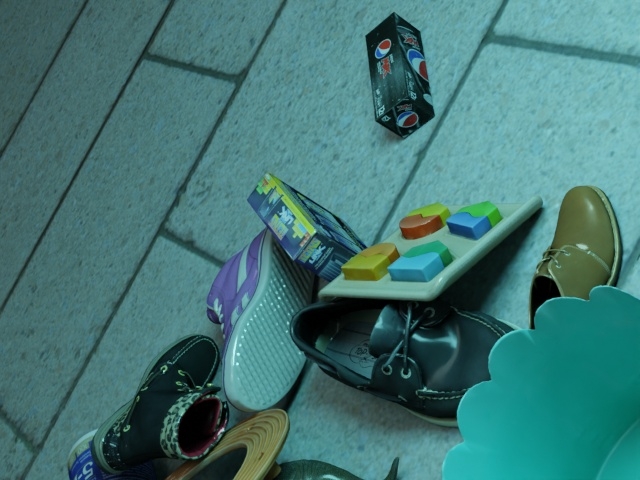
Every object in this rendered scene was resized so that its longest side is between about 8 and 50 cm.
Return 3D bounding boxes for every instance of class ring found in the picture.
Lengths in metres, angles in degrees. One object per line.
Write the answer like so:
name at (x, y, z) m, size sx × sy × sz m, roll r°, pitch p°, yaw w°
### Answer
ring at (-0.156, 0.314, 1.468) m, size 0.337 × 0.032 × 0.336 m, roll -39°, pitch 9°, yaw 8°

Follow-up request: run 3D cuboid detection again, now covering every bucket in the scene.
bucket at (0.253, 0.197, 1.070) m, size 0.281 × 0.183 × 0.281 m, roll -33°, pitch 41°, yaw 34°

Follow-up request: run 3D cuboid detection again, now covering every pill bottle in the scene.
pill bottle at (-0.261, 0.340, 1.704) m, size 0.112 × 0.112 × 0.186 m, roll -50°, pitch 34°, yaw 15°

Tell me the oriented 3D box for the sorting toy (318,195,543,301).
sorting toy at (0.116, 0.004, 1.447) m, size 0.193 × 0.038 × 0.208 m, roll -38°, pitch 18°, yaw -33°

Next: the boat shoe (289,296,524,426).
boat shoe at (0.086, 0.112, 1.419) m, size 0.340 × 0.113 × 0.127 m, roll 12°, pitch 75°, yaw 56°

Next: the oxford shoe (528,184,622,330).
oxford shoe at (0.247, 0.027, 1.309) m, size 0.076 × 0.076 × 0.212 m, roll -23°, pitch 46°, yaw 45°

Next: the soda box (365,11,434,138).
soda box at (0.102, -0.216, 1.707) m, size 0.060 × 0.053 × 0.168 m, roll -36°, pitch 41°, yaw 31°

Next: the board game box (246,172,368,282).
board game box at (0.000, 0.000, 1.595) m, size 0.048 × 0.141 × 0.170 m, roll -53°, pitch 33°, yaw 9°

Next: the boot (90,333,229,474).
boot at (-0.164, 0.200, 1.662) m, size 0.179 × 0.085 × 0.236 m, roll -15°, pitch 27°, yaw 47°

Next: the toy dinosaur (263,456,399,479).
toy dinosaur at (-0.052, 0.311, 1.445) m, size 0.313 × 0.121 × 0.160 m, roll -50°, pitch 41°, yaw 20°

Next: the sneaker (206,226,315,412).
sneaker at (-0.092, 0.113, 1.679) m, size 0.161 × 0.102 × 0.282 m, roll -31°, pitch 32°, yaw 42°
